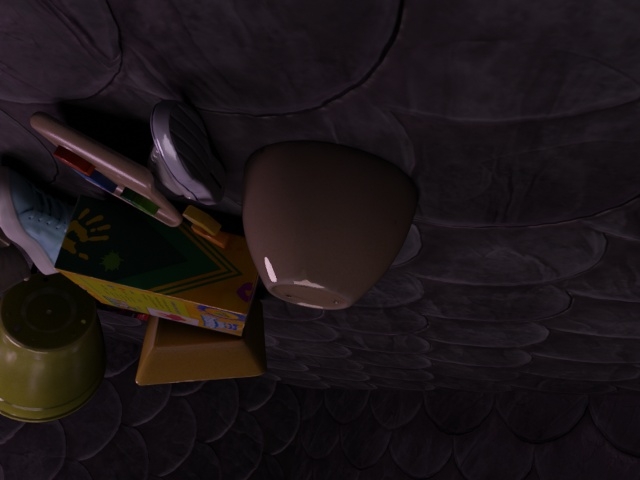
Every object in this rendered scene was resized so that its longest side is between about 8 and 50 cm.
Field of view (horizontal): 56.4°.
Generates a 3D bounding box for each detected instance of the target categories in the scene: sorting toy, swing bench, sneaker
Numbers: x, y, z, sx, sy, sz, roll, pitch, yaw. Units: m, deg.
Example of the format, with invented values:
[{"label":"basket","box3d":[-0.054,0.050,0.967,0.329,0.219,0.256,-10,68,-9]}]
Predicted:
[{"label":"sorting toy","box3d":[-0.295,-0.076,0.952,0.307,0.041,0.229,29,166,5]},{"label":"swing bench","box3d":[-0.841,0.081,1.340,0.254,0.165,0.253,-20,-170,-1]},{"label":"sneaker","box3d":[-0.563,-0.052,1.249,0.150,0.135,0.366,-16,158,-11]},{"label":"sneaker","box3d":[-0.211,-0.117,0.872,0.091,0.094,0.258,7,160,6]}]

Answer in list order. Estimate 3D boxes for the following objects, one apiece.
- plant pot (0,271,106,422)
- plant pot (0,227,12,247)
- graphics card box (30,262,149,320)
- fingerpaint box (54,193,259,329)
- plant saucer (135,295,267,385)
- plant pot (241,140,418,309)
[{"label":"plant pot","box3d":[-0.770,0.272,1.677,0.366,0.366,0.353,17,140,-16]},{"label":"plant pot","box3d":[-0.722,-0.053,1.321,0.109,0.109,0.096,-8,141,43]},{"label":"graphics card box","box3d":[-0.696,0.147,1.856,0.371,0.094,0.233,18,157,-16]},{"label":"fingerpaint box","box3d":[-0.326,0.076,1.330,0.371,0.163,0.445,15,164,-4]},{"label":"plant saucer","box3d":[-0.319,0.240,1.626,0.332,0.333,0.081,-3,119,-7]},{"label":"plant pot","box3d":[0.000,0.000,0.937,0.284,0.191,0.284,10,161,3]}]
